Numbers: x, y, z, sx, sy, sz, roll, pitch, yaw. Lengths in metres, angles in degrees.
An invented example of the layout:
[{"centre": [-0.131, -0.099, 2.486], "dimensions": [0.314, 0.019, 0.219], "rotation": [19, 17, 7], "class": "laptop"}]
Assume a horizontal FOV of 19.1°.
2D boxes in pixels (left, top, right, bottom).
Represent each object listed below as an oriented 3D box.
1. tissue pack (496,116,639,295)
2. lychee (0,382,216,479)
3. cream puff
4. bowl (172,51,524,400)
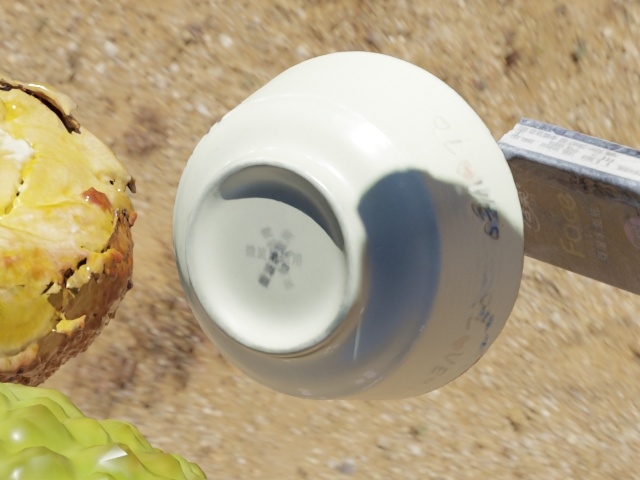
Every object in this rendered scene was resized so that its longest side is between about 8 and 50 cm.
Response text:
[{"centre": [0.209, -0.022, 1.423], "dimensions": [0.156, 0.112, 0.051], "rotation": [21, 49, 39], "class": "tissue pack"}, {"centre": [-0.139, 0.164, 0.594], "dimensions": [0.320, 0.270, 0.270], "rotation": [24, 86, 12], "class": "lychee"}, {"centre": [-0.323, 0.007, 1.536], "dimensions": [0.350, 0.350, 0.228], "rotation": [45, 125, 19], "class": "cream puff"}, {"centre": [0.000, 0.000, 1.212], "dimensions": [0.238, 0.126, 0.237], "rotation": [6, 102, 30], "class": "bowl"}]
